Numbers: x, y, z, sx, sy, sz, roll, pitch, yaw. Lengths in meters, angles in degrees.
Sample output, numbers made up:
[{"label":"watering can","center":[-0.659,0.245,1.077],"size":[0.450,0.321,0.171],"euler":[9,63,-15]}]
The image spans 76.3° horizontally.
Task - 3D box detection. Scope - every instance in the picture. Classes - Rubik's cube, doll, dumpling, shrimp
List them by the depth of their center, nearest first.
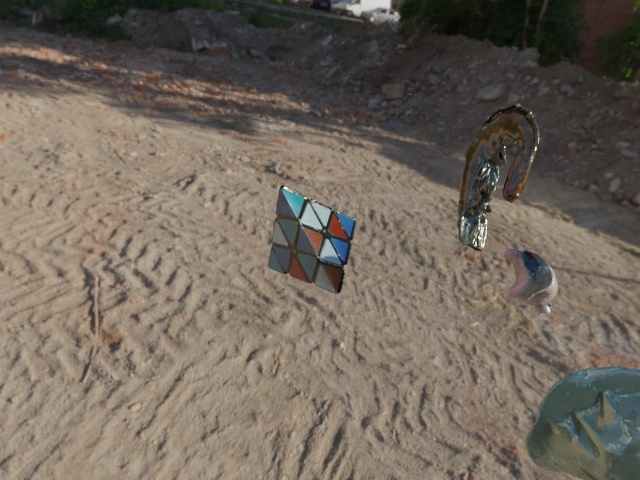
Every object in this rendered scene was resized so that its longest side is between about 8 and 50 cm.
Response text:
[{"label":"shrimp","center":[0.297,-0.110,0.683],"size":[0.058,0.252,0.173],"euler":[16,-13,-15]},{"label":"dumpling","center":[0.642,0.429,0.945],"size":[0.270,0.320,0.212],"euler":[30,-4,23]},{"label":"doll","center":[0.519,0.092,0.992],"size":[0.192,0.095,0.149],"euler":[31,54,-42]},{"label":"Rubik's cube","center":[0.000,0.000,1.094],"size":[0.234,0.250,0.284],"euler":[-27,83,-37]}]
